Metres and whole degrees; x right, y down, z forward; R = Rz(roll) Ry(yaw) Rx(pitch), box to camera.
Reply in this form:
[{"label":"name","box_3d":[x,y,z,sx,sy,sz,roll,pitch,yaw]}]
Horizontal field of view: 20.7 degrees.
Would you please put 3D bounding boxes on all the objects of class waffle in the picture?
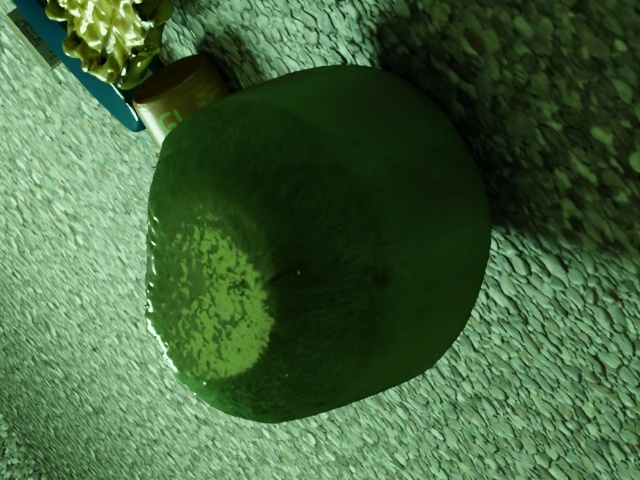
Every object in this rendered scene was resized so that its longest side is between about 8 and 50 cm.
[{"label":"waffle","box_3d":[-0.230,-0.277,1.778,0.262,0.060,0.281,27,137,47]}]

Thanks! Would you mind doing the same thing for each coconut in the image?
[{"label":"coconut","box_3d":[0.000,0.000,1.530,0.281,0.328,0.328,-17,115,38]}]

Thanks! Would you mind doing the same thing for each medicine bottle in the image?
[{"label":"medicine bottle","box_3d":[-0.112,-0.093,1.840,0.096,0.096,0.192,12,136,58]}]

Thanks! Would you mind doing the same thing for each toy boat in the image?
[{"label":"toy boat","box_3d":[-0.277,-0.246,1.958,0.299,0.061,0.096,48,159,5]}]

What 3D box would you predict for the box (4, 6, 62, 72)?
[{"label":"box","box_3d":[-0.326,-0.246,2.067,0.083,0.053,0.024,50,158,-2]}]
